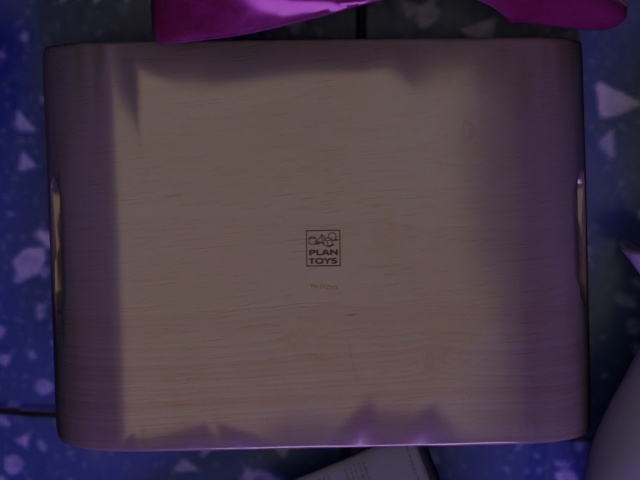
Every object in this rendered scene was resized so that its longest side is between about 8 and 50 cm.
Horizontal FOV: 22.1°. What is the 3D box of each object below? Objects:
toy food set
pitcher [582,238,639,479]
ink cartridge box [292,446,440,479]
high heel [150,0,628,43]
[{"bbox_3d":[0.000,0.000,0.914,0.306,0.092,0.220,-1,93,-3],"label":"toy food set"},{"bbox_3d":[0.233,0.109,0.900,0.177,0.125,0.207,4,94,-20],"label":"pitcher"},{"bbox_3d":[-0.001,0.209,0.923,0.179,0.045,0.145,-24,63,9],"label":"ink cartridge box"},{"bbox_3d":[0.036,-0.124,0.859,0.244,0.082,0.117,17,104,-18],"label":"high heel"}]
